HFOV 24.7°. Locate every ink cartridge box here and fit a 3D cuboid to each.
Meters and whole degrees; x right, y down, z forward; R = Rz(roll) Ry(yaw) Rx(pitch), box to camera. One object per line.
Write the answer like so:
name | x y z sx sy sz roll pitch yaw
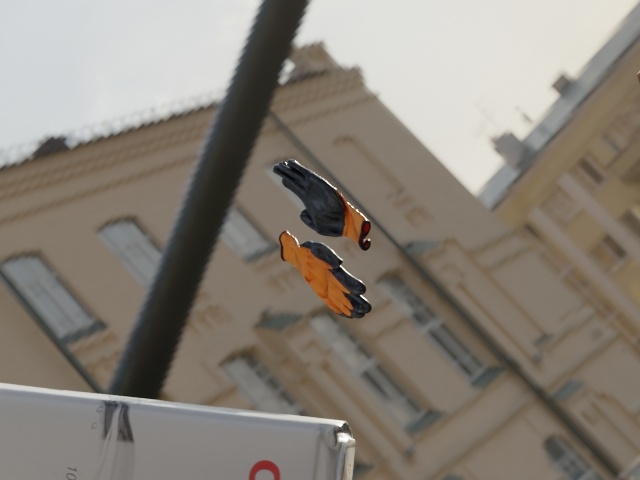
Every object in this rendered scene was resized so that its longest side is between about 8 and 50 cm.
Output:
ink cartridge box | -0.100 0.145 0.629 0.092 0.218 0.158 53 -137 -80

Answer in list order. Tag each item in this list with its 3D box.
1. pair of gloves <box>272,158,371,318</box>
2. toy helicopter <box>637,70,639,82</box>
pair of gloves | 0.000 0.000 0.762 0.010 0.074 0.083 -28 -43 -27
toy helicopter | 0.278 -0.190 0.972 0.235 0.140 0.355 -53 -31 16
